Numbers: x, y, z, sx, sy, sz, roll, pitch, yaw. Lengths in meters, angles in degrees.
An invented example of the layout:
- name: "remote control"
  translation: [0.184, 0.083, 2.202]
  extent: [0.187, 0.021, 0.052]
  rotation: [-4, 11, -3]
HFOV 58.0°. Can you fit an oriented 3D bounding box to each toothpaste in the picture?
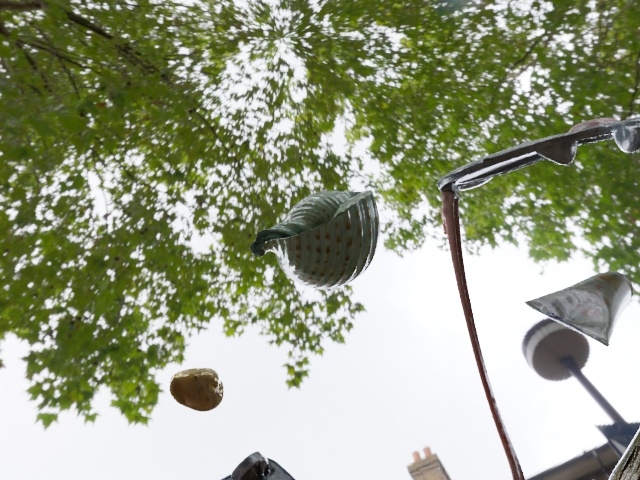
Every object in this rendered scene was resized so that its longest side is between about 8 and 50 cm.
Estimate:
- name: "toothpaste"
  translation: [0.367, 0.085, 0.777]
  extent: [0.100, 0.323, 0.066]
  rotation: [31, -70, 31]

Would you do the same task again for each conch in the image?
- name: "conch"
  translation: [0.005, 0.008, 0.813]
  extent: [0.200, 0.172, 0.131]
  rotation: [-37, -65, -35]

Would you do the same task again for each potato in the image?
- name: "potato"
  translation: [-0.191, 0.229, 0.893]
  extent: [0.083, 0.068, 0.062]
  rotation: [3, -51, -8]

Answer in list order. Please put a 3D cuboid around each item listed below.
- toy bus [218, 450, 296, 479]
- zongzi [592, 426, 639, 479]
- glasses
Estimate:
- name: "toy bus"
  translation: [-0.068, 0.191, 0.336]
  extent: [0.073, 0.167, 0.076]
  rotation: [39, -70, 27]
- name: "zongzi"
  translation: [0.495, 0.264, 0.860]
  extent: [0.248, 0.111, 0.241]
  rotation: [-29, -109, 6]
- name: "glasses"
  translation: [0.210, 0.044, 0.406]
  extent: [0.234, 0.118, 0.268]
  rotation: [-8, -94, 27]
